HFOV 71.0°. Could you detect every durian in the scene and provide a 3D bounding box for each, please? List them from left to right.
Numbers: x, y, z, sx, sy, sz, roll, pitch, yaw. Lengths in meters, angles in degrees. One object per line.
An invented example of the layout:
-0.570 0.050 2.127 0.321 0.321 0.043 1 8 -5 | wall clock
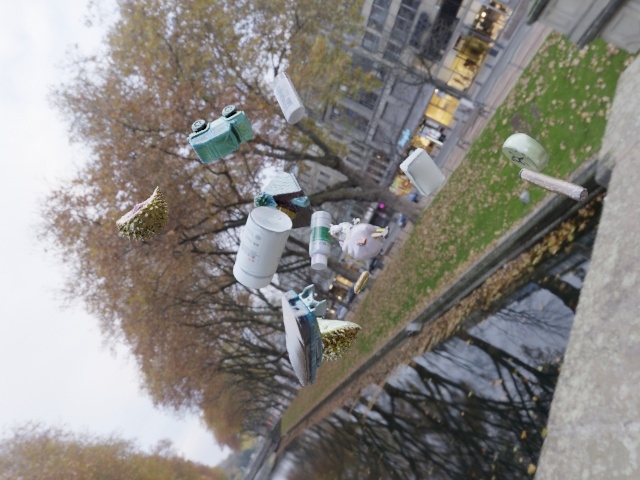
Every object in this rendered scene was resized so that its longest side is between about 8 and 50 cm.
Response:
-0.628 -0.083 1.599 0.182 0.132 0.165 -27 -33 -28 | durian
0.008 0.324 1.514 0.139 0.251 0.145 -55 -45 -50 | durian

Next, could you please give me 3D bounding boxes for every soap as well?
0.449 -0.296 1.960 0.121 0.183 0.064 -44 23 1 | soap

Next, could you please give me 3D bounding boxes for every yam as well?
0.717 -0.175 1.388 0.046 0.046 0.264 -63 25 14 | yam

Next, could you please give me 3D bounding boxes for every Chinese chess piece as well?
0.848 -0.360 1.860 0.083 0.188 0.188 -51 -5 5 | Chinese chess piece

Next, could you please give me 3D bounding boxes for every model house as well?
-0.131 -0.153 2.196 0.230 0.248 0.281 -48 -42 -15 | model house

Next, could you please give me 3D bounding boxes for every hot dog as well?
0.188 0.189 1.973 0.133 0.041 0.057 -54 -34 -39 | hot dog

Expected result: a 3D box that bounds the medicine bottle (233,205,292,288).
-0.259 0.035 1.971 0.190 0.189 0.332 -54 -12 -57 | medicine bottle

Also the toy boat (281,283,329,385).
-0.027 0.245 1.122 0.092 0.134 0.299 -22 -43 -21 | toy boat

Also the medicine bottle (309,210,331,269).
0.000 0.000 1.980 0.095 0.095 0.260 109 165 -61 | medicine bottle

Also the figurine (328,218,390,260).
0.110 -0.005 1.322 0.137 0.229 0.112 -19 -65 -28 | figurine

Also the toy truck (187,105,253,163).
-0.440 -0.466 1.993 0.278 0.156 0.155 -27 -40 -3 | toy truck

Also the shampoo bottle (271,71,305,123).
-0.129 -0.564 1.773 0.055 0.228 0.086 14 -47 -45 | shampoo bottle
